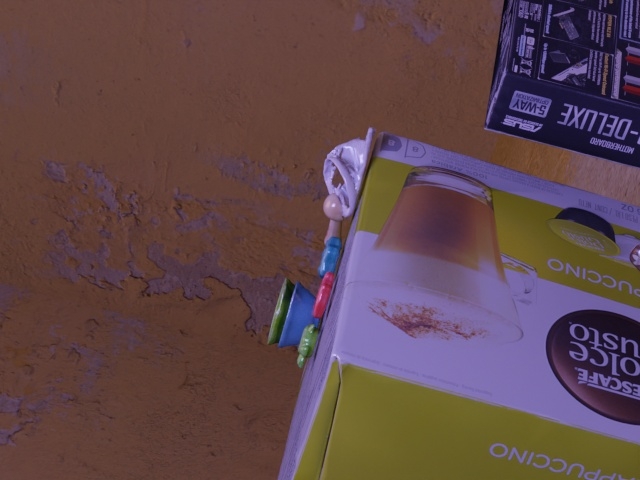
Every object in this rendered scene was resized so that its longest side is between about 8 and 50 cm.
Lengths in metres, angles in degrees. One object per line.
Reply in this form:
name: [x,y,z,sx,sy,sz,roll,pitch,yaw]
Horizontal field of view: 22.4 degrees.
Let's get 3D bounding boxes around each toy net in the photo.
toy net: [0.000,0.000,1.540,0.122,0.045,0.232,-83,9,-83]

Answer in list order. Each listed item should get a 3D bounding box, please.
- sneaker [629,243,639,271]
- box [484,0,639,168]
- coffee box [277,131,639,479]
sneaker: [0.309,-0.020,1.327,0.188,0.071,0.066,-50,-14,-53]
box: [0.299,-0.204,1.577,0.076,0.242,0.307,106,177,-47]
coffee box: [0.154,0.161,1.556,0.334,0.338,0.338,-77,3,-51]
